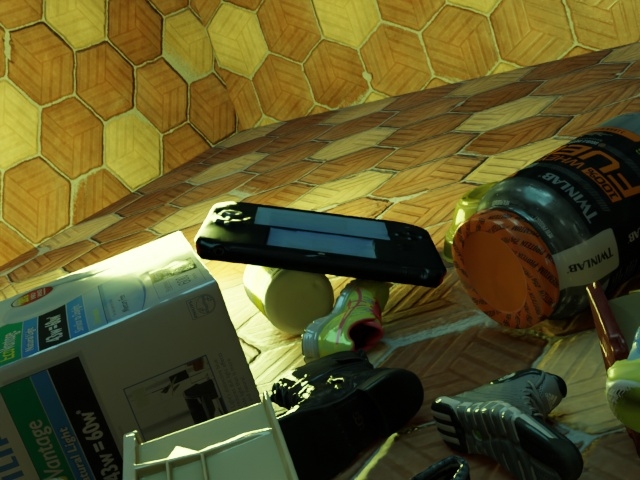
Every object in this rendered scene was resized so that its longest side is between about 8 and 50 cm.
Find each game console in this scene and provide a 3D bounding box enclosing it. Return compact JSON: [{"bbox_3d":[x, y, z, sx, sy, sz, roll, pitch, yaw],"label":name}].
[{"bbox_3d":[0.000,0.000,1.660,0.387,0.060,0.342,7,8,-1],"label":"game console"}]

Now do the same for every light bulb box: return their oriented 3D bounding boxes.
[{"bbox_3d":[-0.308,0.180,1.447,0.361,0.225,0.358,-22,16,-11],"label":"light bulb box"}]

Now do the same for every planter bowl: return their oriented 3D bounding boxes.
[{"bbox_3d":[0.298,-0.045,1.720,0.217,0.090,0.217,-19,15,5],"label":"planter bowl"}]

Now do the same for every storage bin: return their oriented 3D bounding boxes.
[{"bbox_3d":[-0.039,0.283,0.714,0.123,0.262,0.260,-19,15,-5],"label":"storage bin"}]

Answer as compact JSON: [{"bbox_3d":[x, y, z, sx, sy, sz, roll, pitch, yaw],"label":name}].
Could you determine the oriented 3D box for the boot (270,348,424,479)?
[{"bbox_3d":[-0.012,0.215,1.266,0.263,0.091,0.229,-21,10,-22],"label":"boot"}]

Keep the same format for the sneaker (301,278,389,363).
[{"bbox_3d":[0.061,0.125,1.484,0.094,0.081,0.208,2,30,33],"label":"sneaker"}]

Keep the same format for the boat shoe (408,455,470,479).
[{"bbox_3d":[0.083,0.275,0.917,0.065,0.083,0.183,-3,23,46],"label":"boat shoe"}]

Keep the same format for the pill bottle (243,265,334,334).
[{"bbox_3d":[-0.061,0.078,1.689,0.117,0.117,0.215,-23,16,-11],"label":"pill bottle"}]

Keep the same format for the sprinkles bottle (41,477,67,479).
[{"bbox_3d":[-0.176,0.311,1.038,0.356,0.121,0.121,-8,20,37],"label":"sprinkles bottle"}]

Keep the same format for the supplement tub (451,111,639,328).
[{"bbox_3d":[0.355,-0.026,1.375,0.338,0.207,0.207,-29,18,-29],"label":"supplement tub"}]

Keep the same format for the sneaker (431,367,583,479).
[{"bbox_3d":[0.226,0.182,1.063,0.132,0.086,0.229,-24,15,-23],"label":"sneaker"}]

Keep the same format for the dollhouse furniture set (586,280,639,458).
[{"bbox_3d":[0.379,0.171,0.875,0.201,0.152,0.374,-16,33,10],"label":"dollhouse furniture set"}]

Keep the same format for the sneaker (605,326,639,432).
[{"bbox_3d":[0.348,0.088,0.787,0.240,0.091,0.126,-3,37,29],"label":"sneaker"}]
